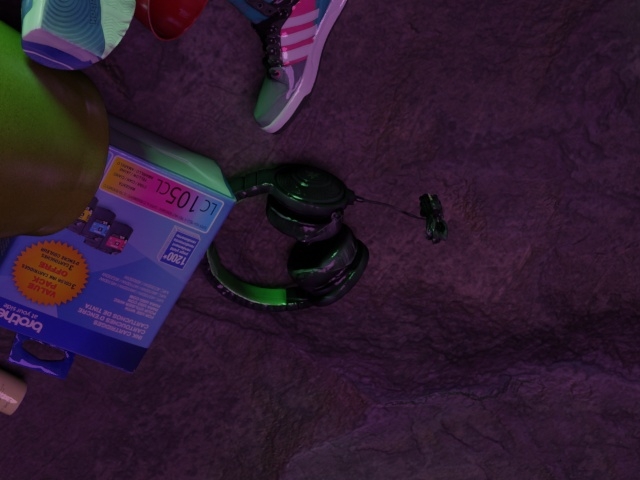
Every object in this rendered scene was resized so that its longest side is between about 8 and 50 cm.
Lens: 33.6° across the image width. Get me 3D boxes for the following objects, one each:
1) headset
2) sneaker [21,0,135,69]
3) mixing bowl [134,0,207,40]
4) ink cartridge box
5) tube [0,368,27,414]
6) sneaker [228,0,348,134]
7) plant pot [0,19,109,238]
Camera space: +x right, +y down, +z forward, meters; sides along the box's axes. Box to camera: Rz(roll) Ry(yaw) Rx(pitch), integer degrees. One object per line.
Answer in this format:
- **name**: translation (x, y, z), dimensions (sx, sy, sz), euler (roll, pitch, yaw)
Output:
- **headset**: translation (0.000, 0.000, 1.664), dimensions (0.394, 0.185, 0.243), euler (-15, 122, 6)
- **sneaker**: translation (-0.335, -0.338, 1.352), dimensions (0.182, 0.316, 0.127), euler (-22, 145, 38)
- **mixing bowl**: translation (-0.219, -0.371, 1.431), dimensions (0.098, 0.181, 0.181), euler (25, 113, 15)
- **ink cartridge box**: translation (-0.344, 0.021, 1.602), dimensions (0.270, 0.151, 0.395), euler (24, 110, -25)
- **tube**: translation (-0.586, 0.202, 1.683), dimensions (0.240, 0.062, 0.070), euler (33, 64, -23)
- **sneaker**: translation (-0.076, -0.308, 1.509), dimensions (0.178, 0.124, 0.296), euler (16, 104, -28)
- **plant pot**: translation (-0.464, -0.143, 1.307), dimensions (0.353, 0.366, 0.366), euler (10, 118, -54)
